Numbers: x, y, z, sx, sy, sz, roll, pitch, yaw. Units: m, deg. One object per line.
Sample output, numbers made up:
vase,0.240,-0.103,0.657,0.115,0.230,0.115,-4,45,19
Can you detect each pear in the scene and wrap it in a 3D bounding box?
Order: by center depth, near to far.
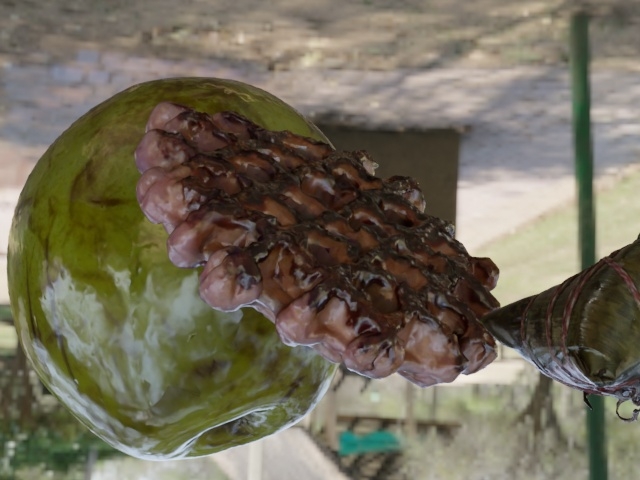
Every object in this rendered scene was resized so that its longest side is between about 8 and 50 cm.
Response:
pear,-0.093,0.022,0.916,0.283,0.284,0.283,2,174,0

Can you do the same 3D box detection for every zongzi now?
zongzi,0.107,0.038,0.438,0.073,0.067,0.083,33,158,-15

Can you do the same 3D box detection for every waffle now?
waffle,0.000,0.000,0.703,0.221,0.055,0.234,15,-155,-27
